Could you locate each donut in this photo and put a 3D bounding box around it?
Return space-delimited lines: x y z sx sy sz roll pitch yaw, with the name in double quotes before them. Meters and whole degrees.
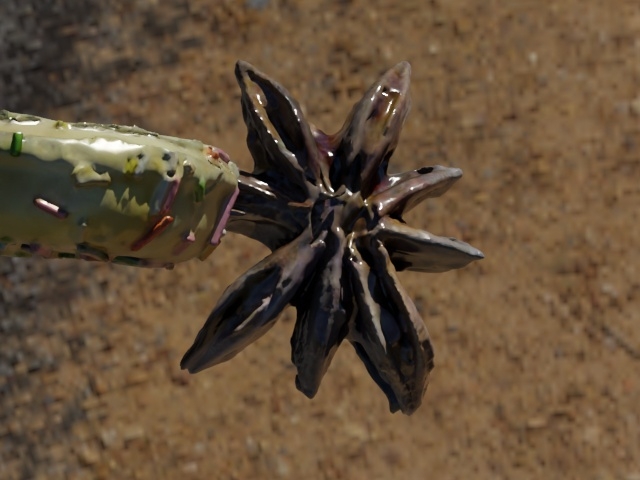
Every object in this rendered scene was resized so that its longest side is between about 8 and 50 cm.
"donut" -0.124 -0.022 0.896 0.174 0.068 0.174 8 -1 0

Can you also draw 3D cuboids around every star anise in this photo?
"star anise" 0.000 0.000 1.148 0.229 0.236 0.093 -38 -1 -11
